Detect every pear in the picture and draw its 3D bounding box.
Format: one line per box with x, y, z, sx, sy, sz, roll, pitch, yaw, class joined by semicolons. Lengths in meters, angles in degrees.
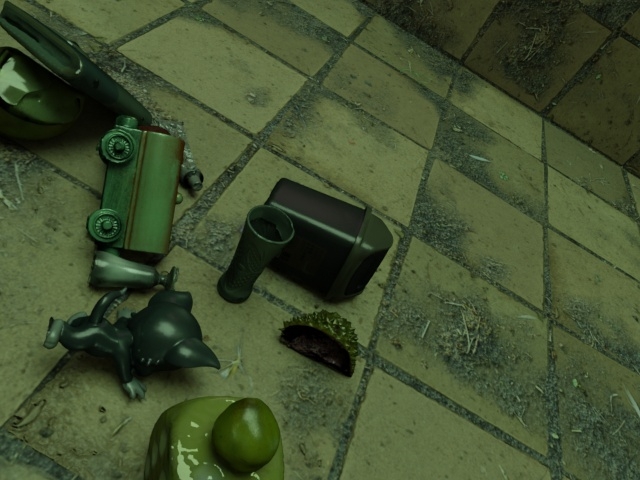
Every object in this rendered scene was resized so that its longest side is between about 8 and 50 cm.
-0.097;0.258;0.729;0.092;0.097;0.092;15;11;-3;pear

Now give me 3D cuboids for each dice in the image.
-0.162;0.342;0.804;0.169;0.169;0.166;10;45;-26;dice

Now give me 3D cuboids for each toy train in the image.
-0.362;-0.098;1.073;0.177;0.116;0.285;9;85;-25;toy train

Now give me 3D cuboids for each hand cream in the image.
-0.341;-0.211;1.330;0.084;0.050;0.257;-2;48;-39;hand cream

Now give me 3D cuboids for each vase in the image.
-0.139;0.036;1.083;0.096;0.219;0.096;19;43;-18;vase

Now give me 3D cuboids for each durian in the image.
0.017;0.182;1.120;0.187;0.119;0.108;29;44;-4;durian

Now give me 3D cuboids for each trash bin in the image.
0.000;0.000;1.228;0.290;0.209;0.182;25;42;-2;trash bin

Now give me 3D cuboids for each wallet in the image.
-0.533;-0.378;1.204;0.252;0.083;0.360;39;-1;6;wallet

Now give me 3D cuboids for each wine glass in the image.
-0.355;0.066;1.027;0.155;0.072;0.072;14;44;-22;wine glass

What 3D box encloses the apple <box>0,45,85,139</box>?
-0.625;-0.303;1.138;0.188;0.174;0.207;39;12;-48;apple

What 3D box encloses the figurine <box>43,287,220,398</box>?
-0.322;0.149;0.920;0.265;0.140;0.193;32;15;-38;figurine

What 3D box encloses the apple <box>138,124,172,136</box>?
-0.397;-0.189;1.196;0.153;0.153;0.120;-15;99;-42;apple
